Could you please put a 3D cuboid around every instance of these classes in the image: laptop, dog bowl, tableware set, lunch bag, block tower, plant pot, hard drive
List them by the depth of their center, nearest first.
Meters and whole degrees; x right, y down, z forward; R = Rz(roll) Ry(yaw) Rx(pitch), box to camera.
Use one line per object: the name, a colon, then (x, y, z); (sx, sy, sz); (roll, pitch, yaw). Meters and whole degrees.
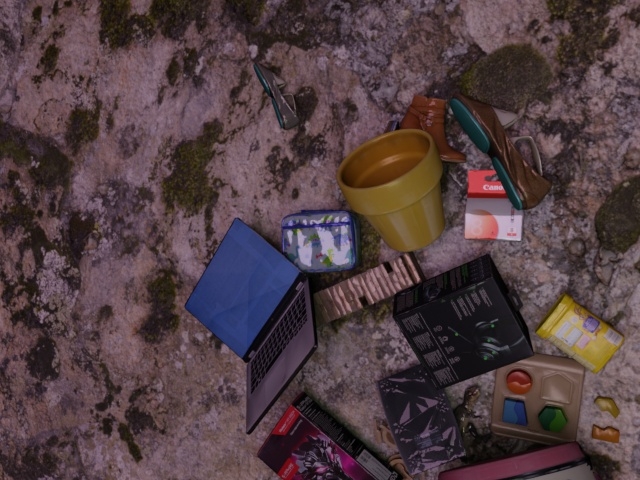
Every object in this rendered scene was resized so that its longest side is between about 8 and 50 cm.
dog bowl: (0.460, 0.583, 1.493); (0.407, 0.408, 0.151); (-21, 67, 20)
plant pot: (0.198, -0.112, 1.586); (0.253, 0.254, 0.239); (-15, 125, 20)
hard drive: (0.264, 0.466, 1.669); (0.171, 0.054, 0.255); (-24, 66, 10)
block tower: (0.110, 0.137, 1.730); (0.335, 0.091, 0.097); (-27, 84, 19)
laptop: (-0.210, 0.230, 1.736); (0.236, 0.408, 0.382); (22, 122, -21)
tableware set: (0.214, 0.583, 1.739); (0.128, 0.039, 0.194); (-5, 102, 20)
lunch bag: (0.000, 0.000, 1.761); (0.218, 0.090, 0.176); (-2, 91, 19)

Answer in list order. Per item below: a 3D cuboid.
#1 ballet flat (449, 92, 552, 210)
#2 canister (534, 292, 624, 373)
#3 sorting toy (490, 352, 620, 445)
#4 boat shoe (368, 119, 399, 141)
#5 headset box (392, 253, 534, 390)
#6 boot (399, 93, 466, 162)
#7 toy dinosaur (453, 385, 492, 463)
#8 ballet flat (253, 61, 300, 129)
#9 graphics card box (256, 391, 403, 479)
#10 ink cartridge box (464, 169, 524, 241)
ballet flat: (0.457, -0.239, 1.569); (0.124, 0.116, 0.343); (-30, 78, -1)
canister: (0.635, 0.228, 1.558); (0.169, 0.073, 0.126); (37, 105, 12)
sorting toy: (0.595, 0.409, 1.603); (0.307, 0.041, 0.229); (7, 97, 19)
boat shoe: (0.153, -0.240, 1.697); (0.066, 0.066, 0.183); (25, 102, 18)
headset box: (0.362, 0.201, 1.580); (0.283, 0.131, 0.246); (-26, 108, 21)
boot: (0.302, -0.287, 1.639); (0.197, 0.073, 0.153); (20, 97, 15)
toy dinosaur: (0.372, 0.513, 1.675); (0.118, 0.064, 0.268); (38, 100, 32)
ballet flat: (-0.118, -0.414, 1.790); (0.068, 0.072, 0.213); (-24, 86, -8)
graphics card box: (0.020, 0.634, 1.786); (0.370, 0.094, 0.233); (38, 115, 12)
ink cartridge box: (0.444, -0.089, 1.617); (0.145, 0.045, 0.180); (2, 98, 19)
